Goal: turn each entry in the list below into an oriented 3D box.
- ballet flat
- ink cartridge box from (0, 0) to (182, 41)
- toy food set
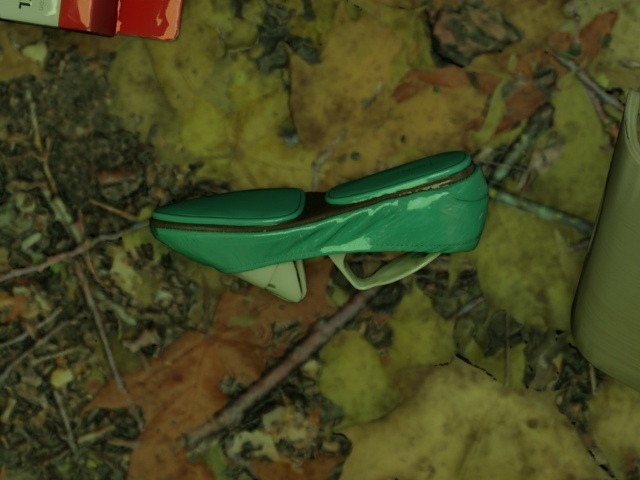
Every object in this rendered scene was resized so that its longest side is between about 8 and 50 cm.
[{"bbox_3d":[0.000,0.000,1.166,0.247,0.083,0.087,-9,107,9],"label":"ballet flat"},{"bbox_3d":[-0.213,-0.223,1.173,0.231,0.078,0.134,9,95,5],"label":"ink cartridge box"},{"bbox_3d":[0.311,0.044,1.047,0.306,0.219,0.092,27,57,17],"label":"toy food set"}]
